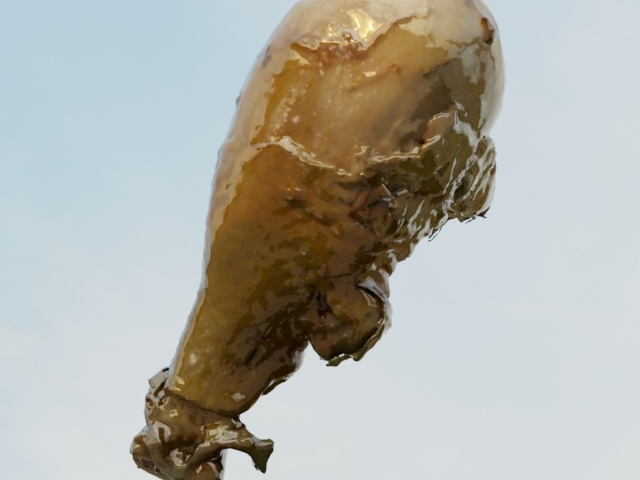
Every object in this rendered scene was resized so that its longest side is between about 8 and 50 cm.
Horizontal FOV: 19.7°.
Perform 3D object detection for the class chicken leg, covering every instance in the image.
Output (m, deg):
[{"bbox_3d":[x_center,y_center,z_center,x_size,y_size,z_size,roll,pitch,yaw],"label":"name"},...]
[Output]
[{"bbox_3d":[-0.002,-0.001,0.668,0.085,0.207,0.101,28,2,25],"label":"chicken leg"}]
